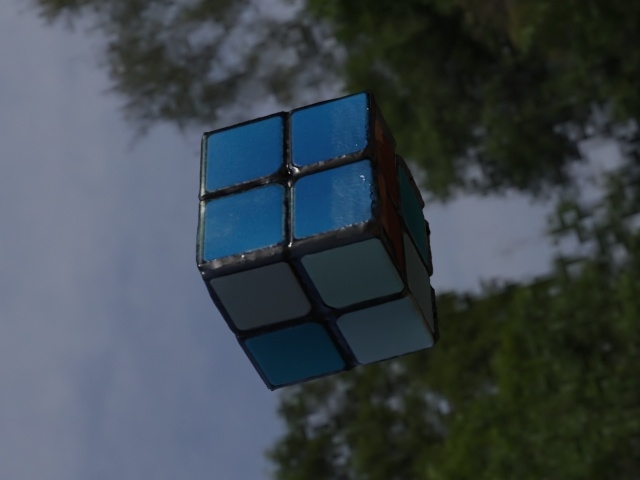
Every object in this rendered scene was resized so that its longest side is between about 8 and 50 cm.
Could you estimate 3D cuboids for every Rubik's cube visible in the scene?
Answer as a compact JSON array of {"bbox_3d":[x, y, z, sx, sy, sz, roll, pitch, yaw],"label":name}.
[{"bbox_3d":[-0.001,0.000,1.704,0.180,0.167,0.183,61,-159,-46],"label":"Rubik's cube"}]
